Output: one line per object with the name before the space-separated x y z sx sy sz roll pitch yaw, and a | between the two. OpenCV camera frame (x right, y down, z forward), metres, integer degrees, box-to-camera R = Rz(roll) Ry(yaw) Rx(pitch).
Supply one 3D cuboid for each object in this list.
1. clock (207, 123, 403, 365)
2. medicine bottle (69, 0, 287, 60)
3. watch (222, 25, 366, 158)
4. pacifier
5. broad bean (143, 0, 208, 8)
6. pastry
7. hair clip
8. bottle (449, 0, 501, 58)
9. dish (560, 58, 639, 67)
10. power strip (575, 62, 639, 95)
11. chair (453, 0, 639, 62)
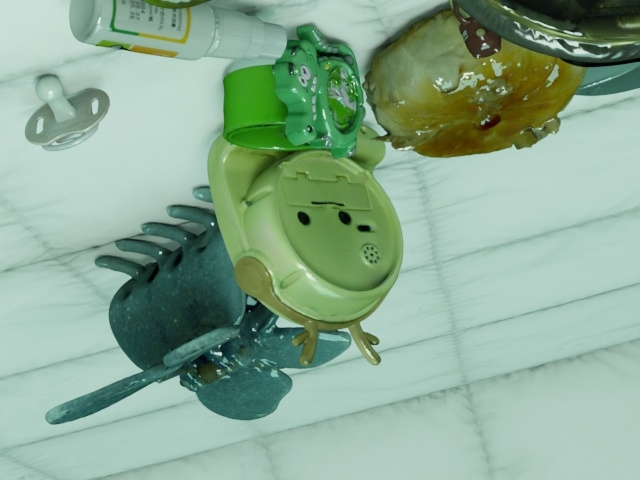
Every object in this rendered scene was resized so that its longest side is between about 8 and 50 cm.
clock | 0.000 0.000 1.575 0.235 0.308 0.096 3 156 -40
medicine bottle | -0.139 -0.209 1.276 0.221 0.061 0.092 4 -164 -38
watch | -0.044 -0.156 1.441 0.152 0.131 0.165 -4 172 34
pacifier | -0.273 -0.138 1.386 0.099 0.081 0.078 -17 132 9
broad bean | -0.051 -0.260 1.189 0.325 0.067 0.075 -18 139 1
pastry | 0.179 -0.175 1.493 0.257 0.120 0.236 -21 159 19
hair clip | -0.166 0.096 1.831 0.392 0.238 0.318 6 152 -43
bottle | 0.160 -0.234 1.351 0.063 0.101 0.047 -8 159 -17
dish | 0.333 -0.287 1.269 0.303 0.120 0.303 -20 162 -7
power strip | 0.402 -0.247 1.546 0.168 0.054 0.253 -3 158 -33
chair | 0.213 -0.299 0.778 0.365 0.362 0.410 -44 177 -9
